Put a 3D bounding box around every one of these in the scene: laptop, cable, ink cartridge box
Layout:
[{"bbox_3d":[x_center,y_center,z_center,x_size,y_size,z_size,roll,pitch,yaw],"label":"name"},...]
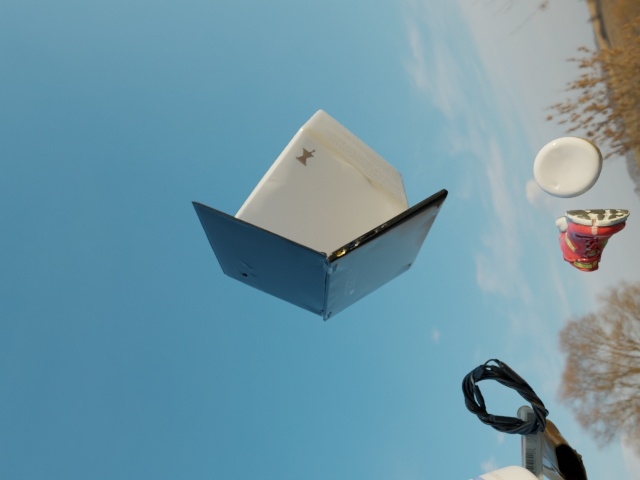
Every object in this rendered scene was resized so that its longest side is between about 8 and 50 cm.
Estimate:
[{"bbox_3d":[0.000,0.000,1.052,0.407,0.382,0.236,-29,-110,-13],"label":"laptop"},{"bbox_3d":[0.392,0.349,1.056,0.184,0.151,0.047,41,-147,16],"label":"cable"},{"bbox_3d":[0.474,0.466,1.130,0.179,0.045,0.146,60,-145,-62],"label":"ink cartridge box"}]

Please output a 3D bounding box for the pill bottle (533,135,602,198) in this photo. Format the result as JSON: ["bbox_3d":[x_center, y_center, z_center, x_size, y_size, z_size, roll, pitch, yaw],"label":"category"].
[{"bbox_3d":[0.513,-0.155,1.018,0.215,0.117,0.117,-20,-89,-58],"label":"pill bottle"}]

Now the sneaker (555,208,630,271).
[{"bbox_3d":[0.534,0.002,0.976,0.279,0.107,0.119,14,-104,-70],"label":"sneaker"}]

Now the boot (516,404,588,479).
[{"bbox_3d":[0.622,0.584,1.276,0.295,0.104,0.211,56,-177,-13],"label":"boot"}]

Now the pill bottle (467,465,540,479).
[{"bbox_3d":[0.071,0.300,0.395,0.152,0.271,0.152,163,90,-87],"label":"pill bottle"}]

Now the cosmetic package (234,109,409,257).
[{"bbox_3d":[0.009,-0.113,1.352,0.329,0.327,0.394,38,-160,-8],"label":"cosmetic package"}]
